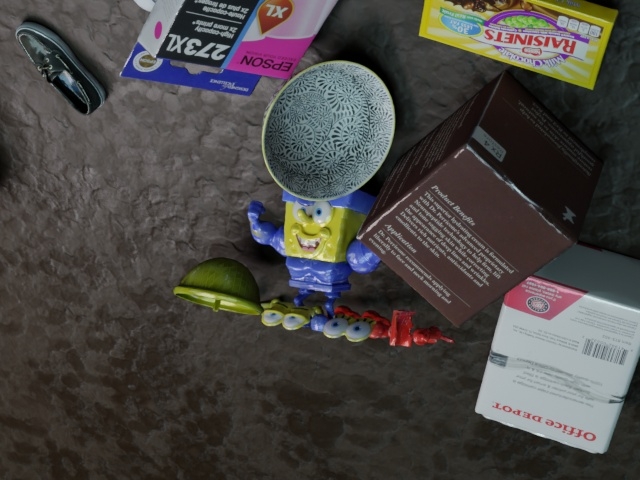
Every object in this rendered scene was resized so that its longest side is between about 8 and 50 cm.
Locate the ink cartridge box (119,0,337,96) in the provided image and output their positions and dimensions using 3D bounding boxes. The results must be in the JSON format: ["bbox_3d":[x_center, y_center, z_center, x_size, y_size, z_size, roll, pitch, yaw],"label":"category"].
[{"bbox_3d":[-0.075,-0.279,1.694,0.175,0.069,0.371,6,141,-30],"label":"ink cartridge box"}]

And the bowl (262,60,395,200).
[{"bbox_3d":[-0.005,-0.138,1.794,0.080,0.170,0.170,39,154,57],"label":"bowl"}]

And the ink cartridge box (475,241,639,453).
[{"bbox_3d":[0.301,0.125,1.865,0.172,0.100,0.237,17,129,11],"label":"ink cartridge box"}]

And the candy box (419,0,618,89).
[{"bbox_3d":[0.213,-0.236,1.669,0.206,0.027,0.105,18,145,9],"label":"candy box"}]

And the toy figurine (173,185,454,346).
[{"bbox_3d":[0.000,0.000,1.905,0.362,0.191,0.217,9,92,40],"label":"toy figurine"}]

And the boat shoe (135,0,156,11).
[{"bbox_3d":[-0.190,-0.374,1.706,0.084,0.095,0.258,3,127,26],"label":"boat shoe"}]

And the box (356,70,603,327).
[{"bbox_3d":[0.182,-0.045,1.745,0.168,0.167,0.203,42,129,-10],"label":"box"}]

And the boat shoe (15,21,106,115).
[{"bbox_3d":[-0.329,-0.215,1.919,0.142,0.040,0.049,44,129,-12],"label":"boat shoe"}]
